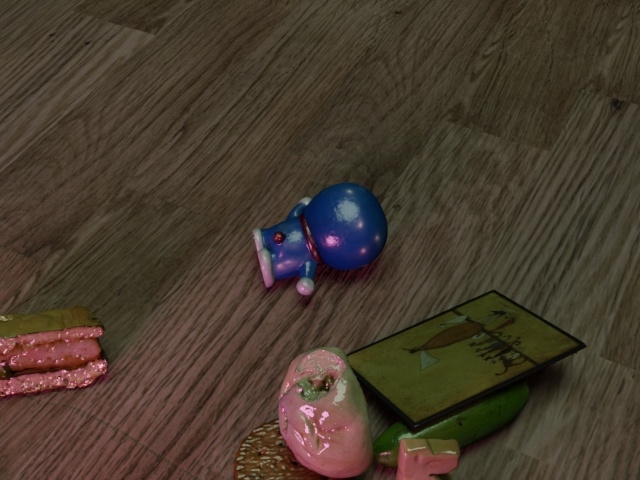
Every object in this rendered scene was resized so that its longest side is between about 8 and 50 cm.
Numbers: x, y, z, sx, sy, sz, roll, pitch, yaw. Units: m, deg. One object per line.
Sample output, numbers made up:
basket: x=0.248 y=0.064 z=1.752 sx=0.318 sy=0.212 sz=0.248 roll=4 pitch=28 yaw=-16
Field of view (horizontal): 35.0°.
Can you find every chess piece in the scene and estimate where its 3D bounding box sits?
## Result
chess piece: x=0.149 y=0.351 z=1.465 sx=0.090 sy=0.200 sz=0.090 roll=0 pitch=45 yaw=0

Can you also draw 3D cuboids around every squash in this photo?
squash: x=0.216 y=0.290 z=1.612 sx=0.293 sy=0.082 sz=0.082 roll=-20 pitch=48 yaw=-20

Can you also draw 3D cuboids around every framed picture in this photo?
framed picture: x=0.231 y=0.190 z=1.699 sx=0.339 sy=0.014 sz=0.255 roll=-21 pitch=27 yaw=-20

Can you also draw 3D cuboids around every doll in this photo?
doll: x=0.000 y=0.000 z=1.879 sx=0.257 sy=0.161 sz=0.215 roll=-19 pitch=59 yaw=4

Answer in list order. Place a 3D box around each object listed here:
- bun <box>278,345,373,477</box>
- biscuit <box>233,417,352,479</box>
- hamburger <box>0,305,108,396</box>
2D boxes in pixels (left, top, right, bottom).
bun: x=0.001 y=0.259 z=1.525 sx=0.128 sy=0.193 sz=0.178 roll=-14 pitch=33 yaw=-11
biscuit: x=-0.041 y=0.355 z=1.586 sx=0.188 sy=0.027 sz=0.187 roll=0 pitch=43 yaw=0
hamburger: x=-0.493 y=0.186 z=1.709 sx=0.262 sy=0.124 sz=0.131 roll=-6 pitch=26 yaw=-12
